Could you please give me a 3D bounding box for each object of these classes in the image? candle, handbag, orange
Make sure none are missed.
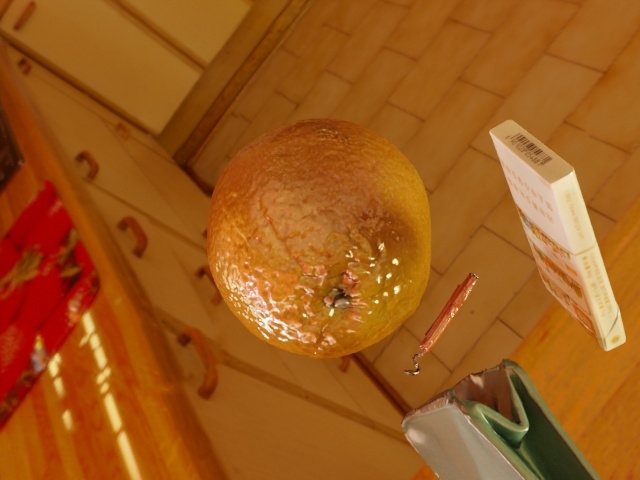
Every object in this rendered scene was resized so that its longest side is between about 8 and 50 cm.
[{"bbox_3d":[0.169,0.118,1.002,0.167,0.021,0.026,-57,13,2],"label":"candle"},{"bbox_3d":[0.223,0.259,0.756,0.100,0.268,0.274,-35,76,-18],"label":"handbag"},{"bbox_3d":[0.000,0.000,0.985,0.322,0.322,0.357,-45,26,14],"label":"orange"}]

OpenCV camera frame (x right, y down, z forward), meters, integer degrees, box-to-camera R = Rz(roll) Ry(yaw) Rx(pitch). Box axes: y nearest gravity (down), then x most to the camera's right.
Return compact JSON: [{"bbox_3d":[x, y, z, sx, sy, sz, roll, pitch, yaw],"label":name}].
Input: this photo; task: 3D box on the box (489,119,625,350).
[{"bbox_3d":[0.231,-0.002,0.694,0.032,0.220,0.122,-29,34,1],"label":"box"}]
